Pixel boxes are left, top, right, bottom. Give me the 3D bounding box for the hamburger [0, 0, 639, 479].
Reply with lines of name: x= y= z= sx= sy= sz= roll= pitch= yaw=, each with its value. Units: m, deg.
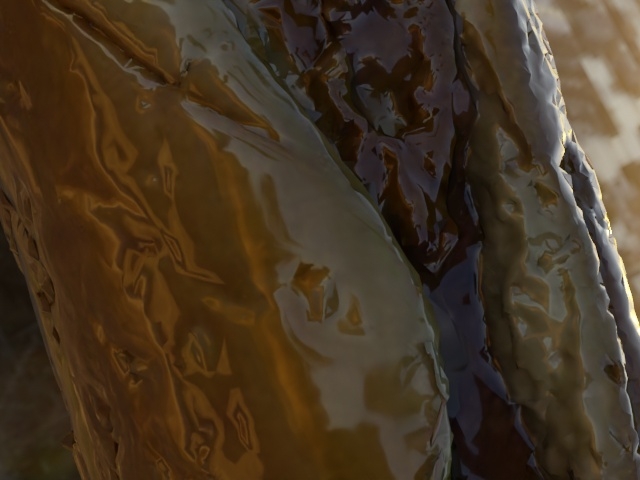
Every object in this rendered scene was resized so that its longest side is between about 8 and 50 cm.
hamburger: x=0.000 y=0.000 z=0.476 sx=0.282 sy=0.155 sz=0.245 roll=-120 pitch=-163 yaw=-45
